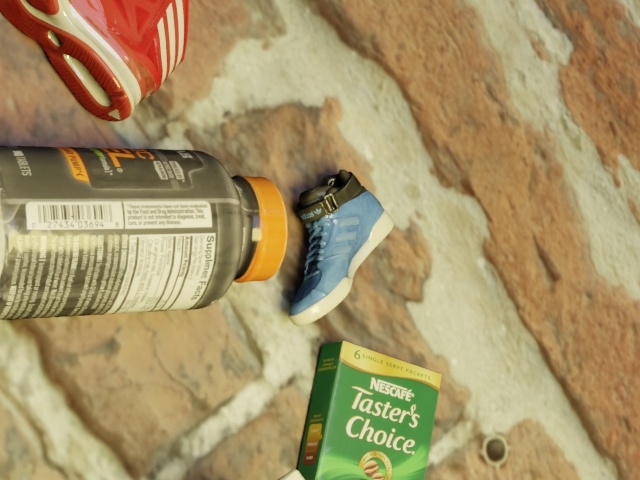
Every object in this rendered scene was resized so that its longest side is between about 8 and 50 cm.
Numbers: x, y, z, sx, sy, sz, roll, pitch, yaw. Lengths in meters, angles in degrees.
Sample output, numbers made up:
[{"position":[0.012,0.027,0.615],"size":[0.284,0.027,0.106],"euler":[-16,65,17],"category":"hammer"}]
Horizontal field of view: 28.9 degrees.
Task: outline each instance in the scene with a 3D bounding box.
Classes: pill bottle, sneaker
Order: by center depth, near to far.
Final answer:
[{"position":[-0.150,-0.007,0.970],"size":[0.245,0.130,0.131],"euler":[-1,79,-31],"category":"pill bottle"},{"position":[-0.195,-0.219,1.033],"size":[0.128,0.087,0.221],"euler":[-47,116,-38],"category":"sneaker"},{"position":[-0.001,0.000,1.095],"size":[0.085,0.058,0.152],"euler":[51,55,-17],"category":"sneaker"}]

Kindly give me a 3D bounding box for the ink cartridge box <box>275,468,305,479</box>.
[{"position":[-0.093,0.387,0.865],"size":[0.384,0.160,0.279],"euler":[-34,83,-32],"category":"ink cartridge box"}]

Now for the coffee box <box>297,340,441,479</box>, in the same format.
[{"position":[0.039,0.189,1.087],"size":[0.113,0.040,0.184],"euler":[22,69,-24],"category":"coffee box"}]
